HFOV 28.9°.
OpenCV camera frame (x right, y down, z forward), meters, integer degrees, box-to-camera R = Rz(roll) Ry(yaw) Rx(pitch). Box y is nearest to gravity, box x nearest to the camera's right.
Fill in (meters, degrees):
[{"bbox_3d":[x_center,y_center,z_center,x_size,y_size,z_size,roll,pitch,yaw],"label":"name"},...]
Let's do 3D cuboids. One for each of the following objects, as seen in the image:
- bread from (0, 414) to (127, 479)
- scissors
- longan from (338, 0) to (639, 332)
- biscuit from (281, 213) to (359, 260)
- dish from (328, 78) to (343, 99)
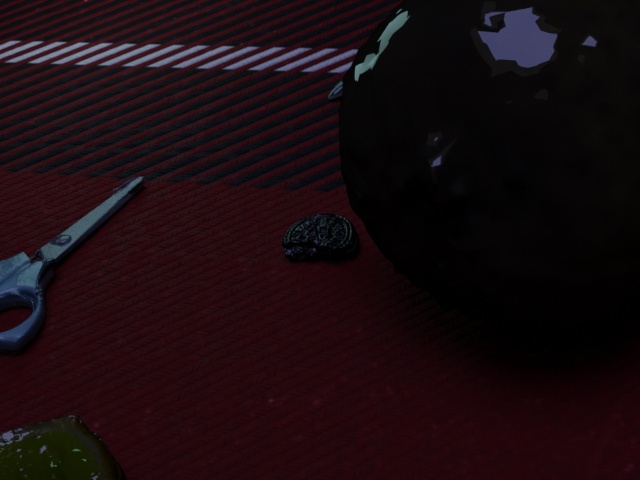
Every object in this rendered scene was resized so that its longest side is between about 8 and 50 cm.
[{"bbox_3d":[-0.295,0.271,1.202,0.236,0.070,0.236,-8,39,7],"label":"bread"},{"bbox_3d":[-0.343,0.017,1.549,0.191,0.029,0.360,19,49,34],"label":"scissors"},{"bbox_3d":[0.204,-0.093,1.284,0.391,0.391,0.391,-7,40,6],"label":"longan"},{"bbox_3d":[0.000,0.000,1.486,0.089,0.027,0.087,-28,41,-20],"label":"biscuit"},{"bbox_3d":[0.123,-0.217,1.677,0.246,0.078,0.224,17,49,31],"label":"dish"}]
